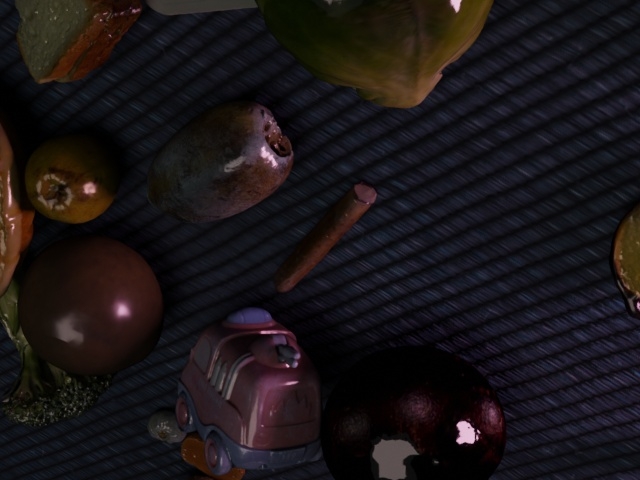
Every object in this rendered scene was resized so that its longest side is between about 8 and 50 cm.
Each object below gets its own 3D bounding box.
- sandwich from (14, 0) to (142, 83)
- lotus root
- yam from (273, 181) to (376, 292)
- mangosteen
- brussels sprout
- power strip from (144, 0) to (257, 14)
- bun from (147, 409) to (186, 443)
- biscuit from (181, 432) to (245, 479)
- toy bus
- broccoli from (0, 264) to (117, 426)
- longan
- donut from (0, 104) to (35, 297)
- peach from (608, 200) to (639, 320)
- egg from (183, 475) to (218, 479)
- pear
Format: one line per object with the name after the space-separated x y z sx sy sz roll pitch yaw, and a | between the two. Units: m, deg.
-0.386 -0.385 1.442 0.254 0.100 0.288 -25 89 55 | sandwich
-0.180 -0.102 1.541 0.322 0.140 0.158 -24 110 39 | lotus root
0.000 0.000 1.583 0.046 0.046 0.264 40 130 -4 | yam
0.134 0.317 1.565 0.297 0.313 0.297 21 139 19 | mangosteen
0.062 -0.319 1.178 0.289 0.281 0.354 -19 141 4 | brussels sprout
-0.161 -0.443 1.322 0.229 0.141 0.261 1 137 27 | power strip
-0.306 0.374 1.996 0.083 0.045 0.083 13 132 15 | bun
-0.211 0.428 2.002 0.140 0.023 0.118 33 130 3 | biscuit
-0.110 0.239 1.672 0.294 0.197 0.231 39 124 54 | toy bus
-0.530 0.168 1.902 0.221 0.252 0.361 -23 76 32 | broccoli
-0.397 0.113 1.738 0.258 0.258 0.258 13 127 18 | longan
-0.669 -0.080 1.712 0.449 0.198 0.449 7 105 27 | donut
0.494 0.004 1.330 0.189 0.068 0.279 34 133 12 | peach
-0.240 0.531 2.030 0.140 0.116 0.118 -10 140 28 | egg
-0.405 -0.103 1.642 0.149 0.162 0.148 6 117 12 | pear
